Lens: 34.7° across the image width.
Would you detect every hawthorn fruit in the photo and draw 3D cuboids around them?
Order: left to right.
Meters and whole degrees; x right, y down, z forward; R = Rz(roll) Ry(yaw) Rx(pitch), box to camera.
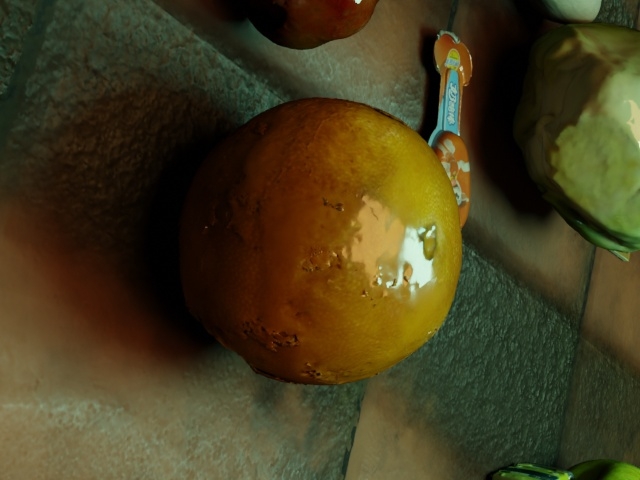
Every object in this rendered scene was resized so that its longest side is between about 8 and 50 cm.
[{"bbox_3d":[-0.021,-0.246,0.867,0.172,0.148,0.148,35,64,-39],"label":"hawthorn fruit"}]

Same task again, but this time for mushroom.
[{"bbox_3d":[0.275,-0.337,1.281,0.225,0.093,0.116,8,41,-45],"label":"mushroom"}]

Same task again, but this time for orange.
[{"bbox_3d":[0.000,0.000,0.839,0.240,0.240,0.240,-3,94,-52],"label":"orange"}]

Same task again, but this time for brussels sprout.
[{"bbox_3d":[0.378,-0.127,1.292,0.344,0.344,0.268,-15,137,-51],"label":"brussels sprout"}]

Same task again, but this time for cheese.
[{"bbox_3d":[0.144,-0.109,1.161,0.106,0.037,0.256,10,84,-53],"label":"cheese"}]

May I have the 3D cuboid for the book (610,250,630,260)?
[{"bbox_3d":[0.469,-0.064,1.600,0.118,0.012,0.172,26,71,-49],"label":"book"}]

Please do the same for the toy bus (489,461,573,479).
[{"bbox_3d":[0.260,0.373,1.288,0.101,0.088,0.175,10,84,-50],"label":"toy bus"}]

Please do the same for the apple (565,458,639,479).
[{"bbox_3d":[0.386,0.390,1.369,0.196,0.196,0.196,-3,94,-52],"label":"apple"}]
